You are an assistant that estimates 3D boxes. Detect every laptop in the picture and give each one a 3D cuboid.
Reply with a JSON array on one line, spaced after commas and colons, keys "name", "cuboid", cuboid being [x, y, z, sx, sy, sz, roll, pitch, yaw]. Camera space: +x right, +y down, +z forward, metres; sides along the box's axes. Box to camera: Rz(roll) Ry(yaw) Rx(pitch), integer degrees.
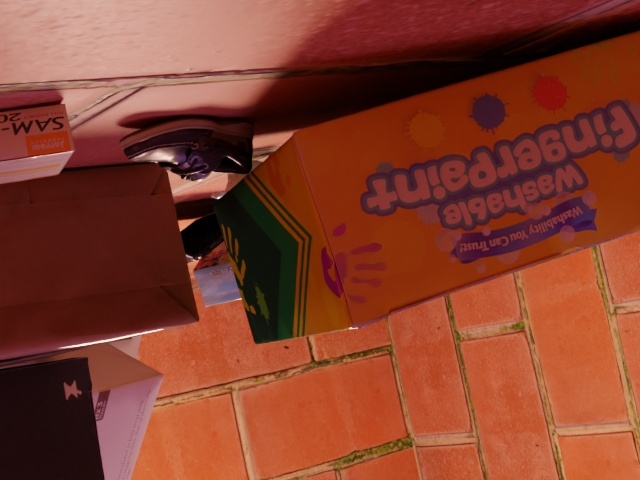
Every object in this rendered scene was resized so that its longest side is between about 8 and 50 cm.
[{"name": "laptop", "cuboid": [-0.232, -0.028, 1.704, 0.264, 0.136, 0.234, -41, -165, -34]}]

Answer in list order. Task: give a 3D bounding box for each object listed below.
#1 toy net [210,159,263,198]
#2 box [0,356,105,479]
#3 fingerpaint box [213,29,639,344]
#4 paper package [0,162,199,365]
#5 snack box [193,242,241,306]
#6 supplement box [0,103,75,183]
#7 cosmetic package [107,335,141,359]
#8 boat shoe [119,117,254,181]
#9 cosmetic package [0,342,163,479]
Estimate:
[{"name": "toy net", "cuboid": [-0.034, -0.074, 1.410, 0.232, 0.045, 0.122, -7, 176, -38]}, {"name": "box", "cuboid": [-0.417, 0.292, 1.241, 0.395, 0.294, 0.212, -13, 175, 32]}, {"name": "fingerpaint box", "cuboid": [0.157, -0.054, 1.134, 0.444, 0.163, 0.371, -18, 178, -15]}, {"name": "paper package", "cuboid": [-0.335, 0.045, 1.264, 0.309, 0.168, 0.325, -9, 176, -40]}, {"name": "snack box", "cuboid": [-0.089, 0.019, 1.948, 0.174, 0.070, 0.207, -13, -163, 12]}, {"name": "supplement box", "cuboid": [-0.216, -0.068, 0.905, 0.062, 0.036, 0.098, -10, 176, -20]}, {"name": "cosmetic package", "cuboid": [-0.421, 0.142, 1.784, 0.296, 0.129, 0.153, 20, -168, 26]}, {"name": "boat shoe", "cuboid": [-0.105, -0.075, 1.060, 0.056, 0.049, 0.152, -17, 175, 38]}, {"name": "cosmetic package", "cuboid": [-0.410, 0.190, 1.571, 0.385, 0.217, 0.156, 26, -165, 23]}]
